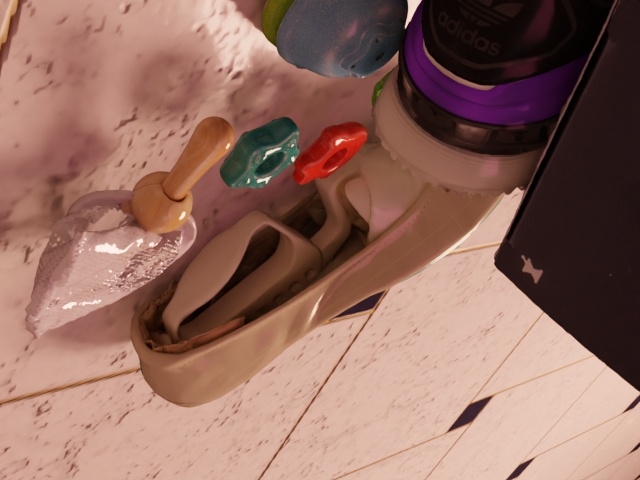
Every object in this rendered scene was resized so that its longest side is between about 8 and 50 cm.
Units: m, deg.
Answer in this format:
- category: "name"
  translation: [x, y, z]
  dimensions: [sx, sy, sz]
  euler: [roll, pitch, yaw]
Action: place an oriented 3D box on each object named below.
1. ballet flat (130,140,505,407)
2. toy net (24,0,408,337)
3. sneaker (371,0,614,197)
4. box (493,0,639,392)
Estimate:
- category: "ballet flat"
  translation: [0.000, 0.000, 0.565]
  dimensions: [0.248, 0.086, 0.086]
  euler: [-37, 153, -5]
- category: "toy net"
  translation: [-0.046, -0.040, 0.479]
  dimensions: [0.232, 0.045, 0.122]
  euler: [-38, 164, 0]
- category: "sneaker"
  translation: [0.146, -0.144, 0.449]
  dimensions: [0.293, 0.102, 0.146]
  euler: [-42, 158, -32]
- category: "box"
  translation: [0.191, -0.049, 0.424]
  dimensions: [0.207, 0.108, 0.153]
  euler: [-33, 154, -32]
